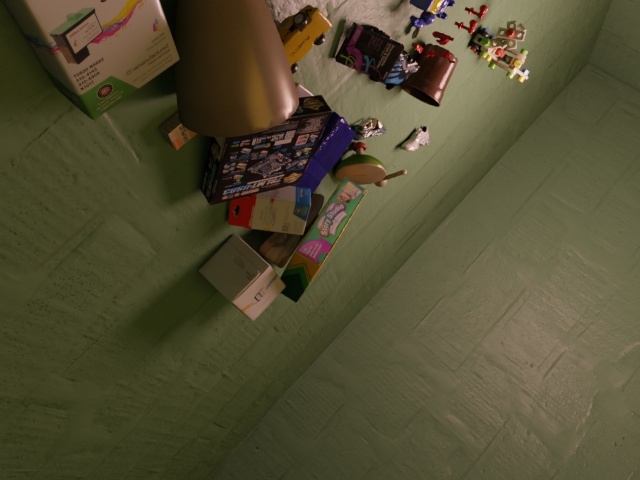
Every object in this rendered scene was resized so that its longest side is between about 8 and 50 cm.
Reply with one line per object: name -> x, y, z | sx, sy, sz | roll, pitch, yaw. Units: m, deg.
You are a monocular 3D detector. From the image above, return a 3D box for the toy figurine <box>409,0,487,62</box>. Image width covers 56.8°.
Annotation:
toy figurine -> 0.372, -0.730, 1.737 | 0.217, 0.191, 0.362 | 1, 124, -57

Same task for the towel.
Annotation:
towel -> -0.022, -0.259, 1.886 | 0.308, 0.076, 0.228 | -52, 165, 4

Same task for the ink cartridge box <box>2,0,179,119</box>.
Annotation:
ink cartridge box -> -0.371, -0.368, 0.955 | 0.201, 0.117, 0.278 | -43, 157, -18

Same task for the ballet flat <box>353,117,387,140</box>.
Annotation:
ballet flat -> 0.178, -0.394, 2.062 | 0.188, 0.070, 0.070 | -29, 150, -49

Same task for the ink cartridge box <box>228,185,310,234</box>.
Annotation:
ink cartridge box -> -0.154, -0.099, 1.771 | 0.134, 0.231, 0.078 | 107, -13, -45

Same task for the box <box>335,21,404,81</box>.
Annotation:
box -> 0.138, -0.526, 1.659 | 0.162, 0.029, 0.116 | 16, 129, -21

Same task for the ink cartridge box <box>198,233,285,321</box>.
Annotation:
ink cartridge box -> -0.249, 0.124, 1.916 | 0.168, 0.171, 0.232 | -46, 158, -10

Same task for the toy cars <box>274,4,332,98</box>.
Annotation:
toy cars -> -0.095, -0.413, 1.474 | 0.176, 0.087, 0.393 | -21, 150, -30

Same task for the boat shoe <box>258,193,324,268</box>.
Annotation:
boat shoe -> -0.091, -0.059, 1.997 | 0.341, 0.110, 0.121 | -59, -179, -42

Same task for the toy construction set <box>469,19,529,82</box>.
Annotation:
toy construction set -> 0.714, -0.744, 2.322 | 0.151, 0.215, 0.328 | -53, 158, 5

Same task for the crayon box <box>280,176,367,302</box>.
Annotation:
crayon box -> 0.000, 0.000, 2.064 | 0.363, 0.106, 0.313 | -58, -179, -32

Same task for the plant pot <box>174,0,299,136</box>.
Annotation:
plant pot -> -0.181, -0.388, 1.169 | 0.256, 0.256, 0.274 | -36, 138, -32

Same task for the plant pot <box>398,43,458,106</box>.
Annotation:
plant pot -> 0.379, -0.576, 2.042 | 0.165, 0.167, 0.167 | -61, 157, 5

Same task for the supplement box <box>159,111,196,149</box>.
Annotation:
supplement box -> -0.312, -0.262, 1.352 | 0.098, 0.036, 0.062 | -44, 157, -15

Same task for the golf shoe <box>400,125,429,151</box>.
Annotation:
golf shoe -> 0.388, -0.422, 2.444 | 0.176, 0.069, 0.086 | -33, 133, -44

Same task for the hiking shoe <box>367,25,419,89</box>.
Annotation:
hiking shoe -> 0.195, -0.537, 1.794 | 0.132, 0.113, 0.304 | -45, 154, 20

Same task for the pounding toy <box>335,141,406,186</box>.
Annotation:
pounding toy -> 0.167, -0.281, 2.136 | 0.237, 0.110, 0.183 | 8, 161, -25

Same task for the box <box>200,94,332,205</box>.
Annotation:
box -> -0.146, -0.233, 1.535 | 0.296, 0.073, 0.293 | -17, 154, -30
